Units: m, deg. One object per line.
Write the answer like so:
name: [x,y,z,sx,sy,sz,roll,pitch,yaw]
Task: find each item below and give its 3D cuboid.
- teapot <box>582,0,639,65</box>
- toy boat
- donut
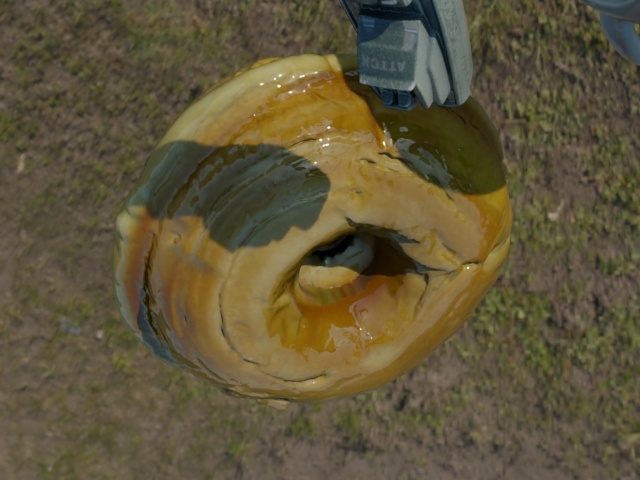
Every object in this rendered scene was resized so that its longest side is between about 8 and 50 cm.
teapot: [0.291,-0.289,0.754,0.280,0.252,0.424,-33,146,-15]
toy boat: [0.039,-0.157,0.637,0.078,0.085,0.260,12,159,25]
donut: [0.000,0.000,1.120,0.448,0.198,0.449,-13,131,-16]
